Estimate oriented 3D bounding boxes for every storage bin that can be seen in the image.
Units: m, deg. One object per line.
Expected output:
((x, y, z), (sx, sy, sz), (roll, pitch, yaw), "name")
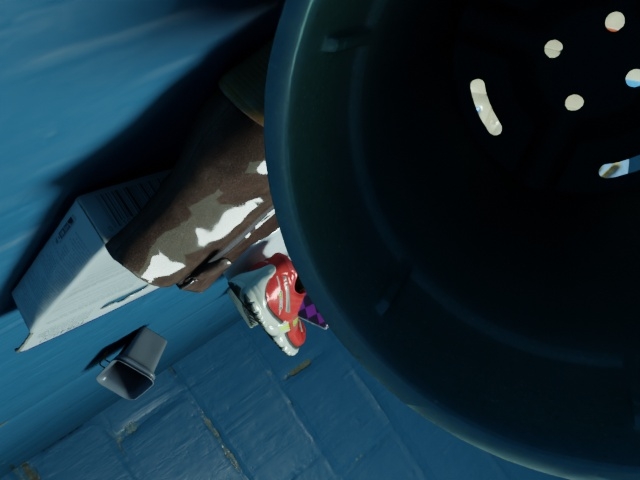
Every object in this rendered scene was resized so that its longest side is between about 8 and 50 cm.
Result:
((-0.348, 0.221, 1.175), (0.135, 0.098, 0.091), (-41, -160, 45), "storage bin")

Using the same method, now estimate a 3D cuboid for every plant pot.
((0.183, -0.092, 0.412), (0.341, 0.341, 0.334), (-38, -173, 29), "plant pot")

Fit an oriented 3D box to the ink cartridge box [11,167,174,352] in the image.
((-0.156, 0.002, 0.578), (0.224, 0.045, 0.223), (-38, 173, 41), "ink cartridge box")

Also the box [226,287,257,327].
((-0.095, 0.086, 1.388), (0.094, 0.113, 0.275), (-29, 171, -39), "box")

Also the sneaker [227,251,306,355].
((-0.051, 0.103, 1.038), (0.118, 0.107, 0.279), (-38, 157, -7), "sneaker")

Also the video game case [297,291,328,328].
((0.059, -0.034, 0.733), (0.232, 0.041, 0.210), (-68, 168, 16), "video game case")

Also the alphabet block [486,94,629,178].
((0.304, -0.151, 0.903), (0.193, 0.192, 0.197), (-30, -148, -35), "alphabet block")

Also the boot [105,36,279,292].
((-0.035, -0.047, 0.505), (0.207, 0.090, 0.248), (-49, 159, 7), "boot")

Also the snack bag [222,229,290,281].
((0.000, 0.000, 1.092), (0.342, 0.037, 0.323), (-34, 156, -9), "snack bag")

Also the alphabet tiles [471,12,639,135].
((0.248, -0.176, 0.679), (0.277, 0.021, 0.284), (0, 125, -27), "alphabet tiles")
